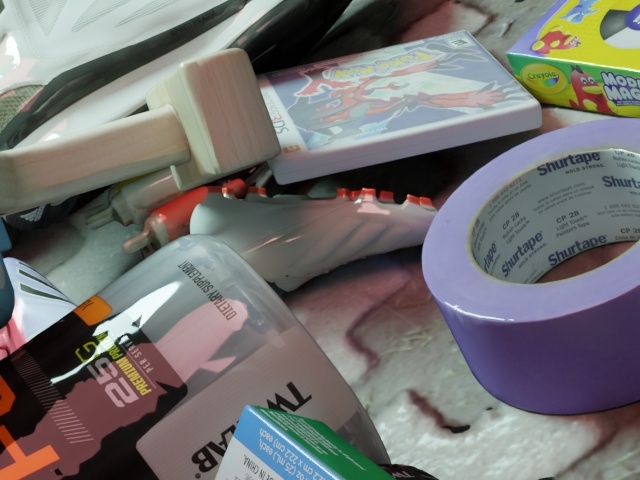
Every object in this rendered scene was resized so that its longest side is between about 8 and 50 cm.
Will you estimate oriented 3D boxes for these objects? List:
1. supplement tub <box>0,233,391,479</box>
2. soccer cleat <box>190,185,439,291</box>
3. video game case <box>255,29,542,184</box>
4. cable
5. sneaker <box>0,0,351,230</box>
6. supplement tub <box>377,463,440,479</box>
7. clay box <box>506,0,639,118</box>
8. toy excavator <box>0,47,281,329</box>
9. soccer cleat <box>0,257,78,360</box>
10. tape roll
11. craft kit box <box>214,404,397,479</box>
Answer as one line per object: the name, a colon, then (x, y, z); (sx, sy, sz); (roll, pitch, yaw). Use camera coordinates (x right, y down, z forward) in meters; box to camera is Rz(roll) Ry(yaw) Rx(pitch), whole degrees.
supplement tub: (-0.142, 0.167, 0.861); (0.338, 0.207, 0.207); (-36, 33, -13)
soccer cleat: (0.000, 0.000, 1.132); (0.196, 0.076, 0.068); (2, 0, 18)
video game case: (0.045, -0.107, 1.201); (0.201, 0.023, 0.183); (-13, 27, -8)
cable: (-0.048, -0.068, 1.242); (0.287, 0.072, 0.139); (-36, 32, -13)
sneaker: (-0.155, -0.223, 1.302); (0.447, 0.257, 0.169); (-37, -7, -33)
supplement tub: (0.070, 0.193, 0.747); (0.117, 0.117, 0.190); (-39, 34, -16)
clay box: (0.260, -0.144, 1.138); (0.222, 0.053, 0.127); (15, 52, 48)
toy excavator: (-0.256, -0.022, 0.938); (0.433, 0.222, 0.445); (-20, 4, 5)
soccer cleat: (-0.191, 0.077, 1.162); (0.095, 0.083, 0.248); (-6, 20, -21)
tape roll: (0.163, 0.012, 0.966); (0.189, 0.080, 0.189); (-19, 32, 13)
craft kit box: (0.002, 0.233, 0.678); (0.250, 0.061, 0.246); (31, 99, 53)
